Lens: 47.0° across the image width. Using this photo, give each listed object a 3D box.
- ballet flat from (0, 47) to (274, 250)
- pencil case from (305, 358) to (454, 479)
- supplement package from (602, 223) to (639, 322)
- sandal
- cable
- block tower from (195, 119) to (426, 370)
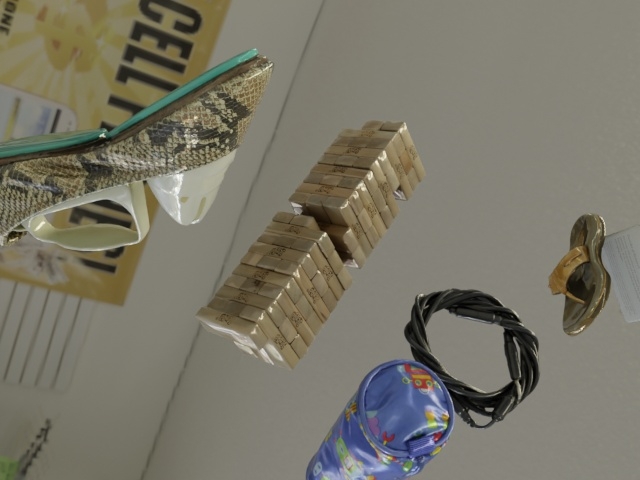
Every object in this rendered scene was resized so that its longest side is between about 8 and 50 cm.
[{"bbox_3d":[-0.245,-0.086,0.932,0.483,0.182,0.164,-14,-163,23],"label":"ballet flat"},{"bbox_3d":[0.068,0.272,0.940,0.133,0.119,0.306,64,-27,29],"label":"pencil case"},{"bbox_3d":[0.408,0.015,0.783,0.179,0.105,0.105,142,-66,-66],"label":"supplement package"},{"bbox_3d":[0.272,0.032,0.791,0.072,0.049,0.180,114,-2,-45],"label":"sandal"},{"bbox_3d":[0.191,0.131,0.924,0.151,0.184,0.047,-37,168,-17],"label":"cable"},{"bbox_3d":[0.000,0.000,0.879,0.091,0.097,0.335,11,-128,42],"label":"block tower"}]
